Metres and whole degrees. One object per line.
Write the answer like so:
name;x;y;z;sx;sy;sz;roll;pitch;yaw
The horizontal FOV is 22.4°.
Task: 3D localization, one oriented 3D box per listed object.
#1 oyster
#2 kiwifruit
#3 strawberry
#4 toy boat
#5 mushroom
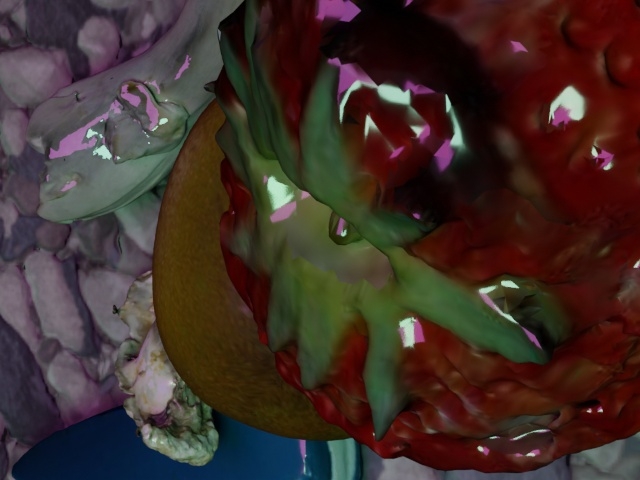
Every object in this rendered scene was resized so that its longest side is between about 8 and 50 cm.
oyster;-0.102;0.073;1.095;0.106;0.061;0.200;-32;37;45
kiwifruit;0.000;0.000;0.978;0.196;0.196;0.234;26;105;33
strawberry;0.109;-0.042;0.763;0.292;0.310;0.292;167;90;-68
toy boat;-0.108;0.152;1.134;0.299;0.062;0.096;-11;84;35
mushroom;-0.109;-0.114;1.121;0.278;0.099;0.096;-44;80;22
